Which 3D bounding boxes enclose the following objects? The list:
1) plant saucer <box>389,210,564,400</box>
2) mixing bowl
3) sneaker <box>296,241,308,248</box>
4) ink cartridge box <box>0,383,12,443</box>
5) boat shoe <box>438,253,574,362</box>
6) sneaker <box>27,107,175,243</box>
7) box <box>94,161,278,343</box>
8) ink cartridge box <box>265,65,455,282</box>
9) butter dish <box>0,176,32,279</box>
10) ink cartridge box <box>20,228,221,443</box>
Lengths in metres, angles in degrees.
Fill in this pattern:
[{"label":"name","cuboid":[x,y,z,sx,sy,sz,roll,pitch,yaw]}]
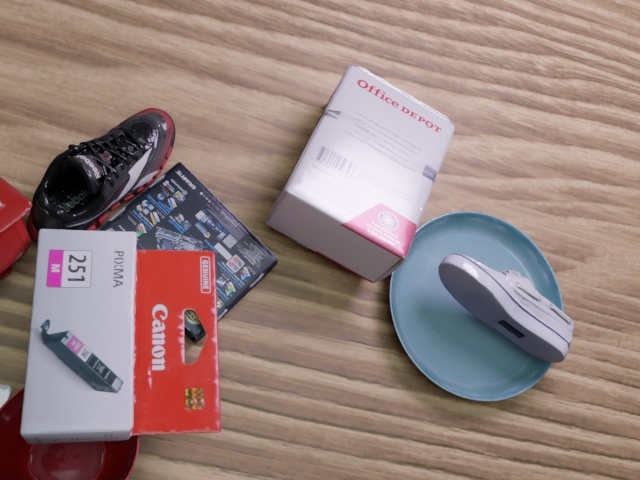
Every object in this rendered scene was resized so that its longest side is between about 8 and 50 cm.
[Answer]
[{"label":"plant saucer","cuboid":[0.258,0.108,1.147,0.318,0.044,0.317,4,73,-15]},{"label":"mixing bowl","cuboid":[-0.330,0.272,0.887,0.182,0.098,0.181,7,62,-14]},{"label":"sneaker","cuboid":[0.000,0.000,1.104,0.083,0.037,0.031,19,72,-9]},{"label":"ink cartridge box","cuboid":[-0.464,0.270,0.875,0.105,0.061,0.181,12,72,-13]},{"label":"boat shoe","cuboid":[0.300,0.093,1.100,0.258,0.095,0.084,40,63,-14]},{"label":"sneaker","cuboid":[-0.309,-0.104,0.991,0.098,0.135,0.276,41,66,0]},{"label":"box","cuboid":[-0.201,0.016,1.032,0.220,0.051,0.175,45,68,-1]},{"label":"ink cartridge box","cuboid":[0.069,-0.108,1.093,0.207,0.117,0.282,29,59,-7]},{"label":"butter dish","cuboid":[-0.462,0.006,0.931,0.160,0.118,0.160,-41,45,-23]},{"label":"ink cartridge box","cuboid":[-0.251,0.119,0.901,0.239,0.060,0.274,1,63,-15]}]
